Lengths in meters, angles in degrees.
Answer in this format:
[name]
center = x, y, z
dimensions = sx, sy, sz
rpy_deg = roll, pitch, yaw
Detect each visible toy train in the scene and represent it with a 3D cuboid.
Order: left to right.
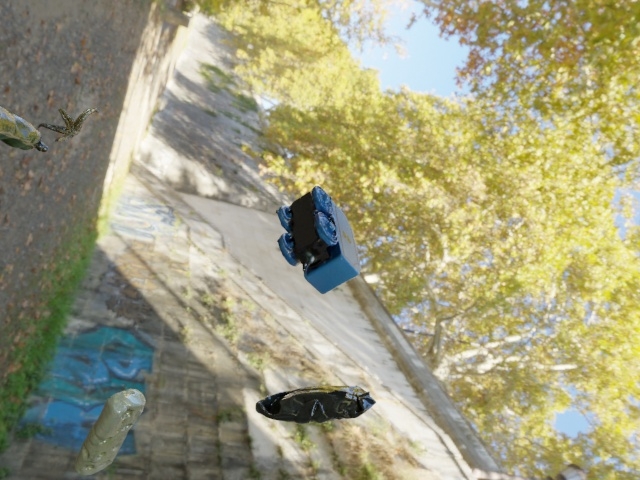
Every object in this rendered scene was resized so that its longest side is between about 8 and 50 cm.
[toy train]
center = 0.000, 0.000, 1.540
dimensions = 0.188, 0.265, 0.300
rpy_deg = -30, -142, 18

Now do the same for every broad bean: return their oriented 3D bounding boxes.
[broad bean]
center = -0.377, -0.135, 0.555
dimensions = 0.046, 0.065, 0.254
rpy_deg = -42, -169, -6

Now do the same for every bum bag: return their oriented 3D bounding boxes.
[bum bag]
center = -0.013, 0.416, 1.234
dimensions = 0.142, 0.326, 0.080
rpy_deg = -13, 95, -73

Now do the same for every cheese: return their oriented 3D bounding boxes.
[cheese]
center = -0.333, 0.304, 0.770
dimensions = 0.043, 0.065, 0.194
rpy_deg = 46, -62, 19

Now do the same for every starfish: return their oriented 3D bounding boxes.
[starfish]
center = -0.587, -0.259, 1.138
dimensions = 0.041, 0.133, 0.130
rpy_deg = 76, 10, -51
